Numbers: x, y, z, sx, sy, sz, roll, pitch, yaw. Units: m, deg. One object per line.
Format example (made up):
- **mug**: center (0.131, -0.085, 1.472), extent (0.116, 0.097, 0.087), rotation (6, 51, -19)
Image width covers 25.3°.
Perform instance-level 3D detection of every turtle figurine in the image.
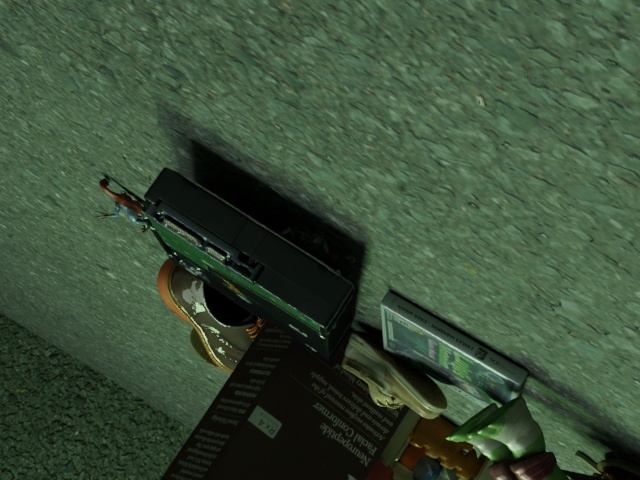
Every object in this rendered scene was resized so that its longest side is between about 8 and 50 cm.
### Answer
- **turtle figurine**: center (0.220, 0.320, 1.530), extent (0.266, 0.275, 0.198), rotation (55, -163, 3)

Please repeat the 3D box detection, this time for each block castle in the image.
- **block castle**: center (0.191, 0.418, 2.034), extent (0.453, 0.213, 0.303), rotation (35, 166, -6)

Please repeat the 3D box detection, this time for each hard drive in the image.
- **hard drive**: center (-0.073, 0.034, 1.598), extent (0.237, 0.064, 0.339), rotation (32, 172, 7)

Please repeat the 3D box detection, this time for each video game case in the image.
- **video game case**: center (0.146, 0.134, 1.596), extent (0.173, 0.022, 0.190), rotation (30, 165, 13)

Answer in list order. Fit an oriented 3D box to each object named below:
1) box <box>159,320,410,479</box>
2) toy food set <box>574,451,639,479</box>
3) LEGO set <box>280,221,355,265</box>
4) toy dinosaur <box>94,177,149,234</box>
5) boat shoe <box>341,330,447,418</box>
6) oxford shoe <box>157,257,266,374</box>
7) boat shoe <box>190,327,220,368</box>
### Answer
- **box**: center (-0.062, 0.284, 1.802), extent (0.191, 0.381, 0.143), rotation (39, 164, -20)
- **toy food set**: center (0.365, 0.291, 1.601), extent (0.132, 0.038, 0.192), rotation (37, 165, -15)
- **LEGO set**: center (0.000, 0.001, 1.490), extent (0.083, 0.023, 0.054), rotation (25, 172, -23)
- **toy dinosaur**: center (-0.248, -0.051, 1.845), extent (0.090, 0.047, 0.082), rotation (-17, 127, 28)
- **boat shoe**: center (0.085, 0.171, 1.698), extent (0.063, 0.059, 0.170), rotation (18, -165, -41)
- **oxford shoe**: center (-0.110, 0.123, 1.966), extent (0.098, 0.097, 0.271), rotation (6, 150, 49)
- **boat shoe**: center (-0.139, 0.182, 2.304), extent (0.153, 0.056, 0.048), rotation (25, -166, 12)
